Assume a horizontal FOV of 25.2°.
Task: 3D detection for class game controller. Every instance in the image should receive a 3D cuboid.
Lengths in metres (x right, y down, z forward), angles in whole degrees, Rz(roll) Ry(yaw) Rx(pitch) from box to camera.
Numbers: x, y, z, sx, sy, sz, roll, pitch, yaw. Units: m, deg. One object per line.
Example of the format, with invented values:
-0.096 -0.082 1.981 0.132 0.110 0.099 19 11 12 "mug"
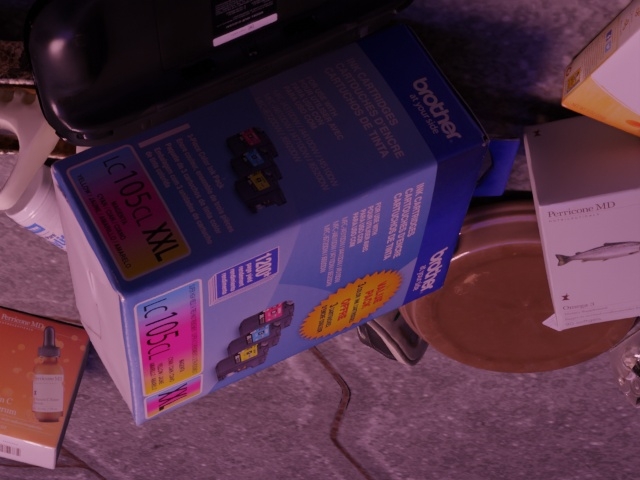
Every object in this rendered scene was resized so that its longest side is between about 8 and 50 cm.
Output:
-0.064 -0.176 1.063 0.319 0.067 0.166 -26 143 -16 "game controller"

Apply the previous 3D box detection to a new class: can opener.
0.411 0.104 1.554 0.095 0.076 0.283 -12 160 -27 "can opener"

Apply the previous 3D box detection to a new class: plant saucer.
0.214 0.059 1.500 0.278 0.041 0.277 2 140 1 "plant saucer"

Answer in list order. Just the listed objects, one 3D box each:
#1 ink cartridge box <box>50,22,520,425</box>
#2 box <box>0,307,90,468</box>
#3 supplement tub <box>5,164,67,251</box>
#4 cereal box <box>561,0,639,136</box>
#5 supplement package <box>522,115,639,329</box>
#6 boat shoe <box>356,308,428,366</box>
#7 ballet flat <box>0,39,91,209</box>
-0.019 -0.021 1.262 0.396 0.151 0.270 -25 156 -17 "ink cartridge box"
-0.385 0.193 1.866 0.130 0.170 0.091 14 152 -4 "box"
-0.278 -0.030 1.544 0.107 0.071 0.071 33 144 -34 "supplement tub"
0.327 -0.152 1.138 0.173 0.047 0.240 20 150 -14 "cereal box"
0.250 -0.018 1.298 0.105 0.105 0.179 -10 137 9 "supplement package"
0.053 0.054 1.566 0.079 0.084 0.233 23 155 35 "boat shoe"
-0.246 -0.106 1.290 0.483 0.182 0.164 3 148 14 "ballet flat"
